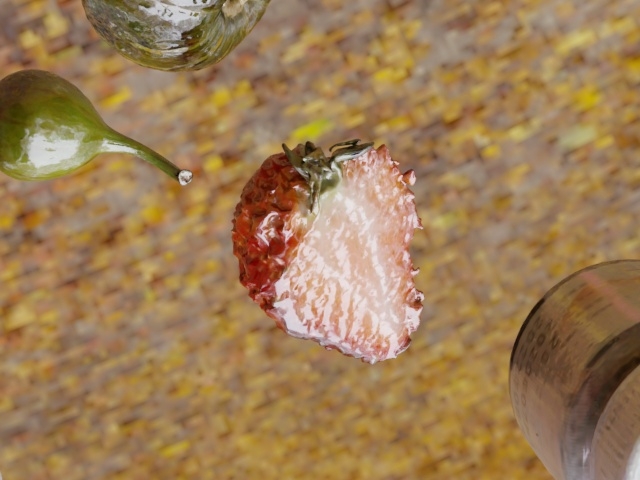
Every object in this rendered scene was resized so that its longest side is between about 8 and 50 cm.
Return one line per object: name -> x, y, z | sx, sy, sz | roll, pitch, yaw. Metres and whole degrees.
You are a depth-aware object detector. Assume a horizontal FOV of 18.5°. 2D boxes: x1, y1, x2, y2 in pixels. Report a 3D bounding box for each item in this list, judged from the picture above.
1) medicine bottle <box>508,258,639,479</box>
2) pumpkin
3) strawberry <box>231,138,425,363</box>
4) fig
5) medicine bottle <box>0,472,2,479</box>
medicine bottle -> 0.223, 0.114, 1.225 | 0.165, 0.165, 0.273 | -23, -167, -3
pumpkin -> -0.111, -0.240, 1.547 | 0.219, 0.162, 0.219 | -58, 168, -19
strawberry -> -0.005, 0.003, 1.666 | 0.175, 0.107, 0.236 | -23, 130, -32
fig -> -0.250, -0.111, 2.122 | 0.236, 0.124, 0.124 | 13, 156, -6
medicine bottle -> -0.406, 0.304, 1.902 | 0.131, 0.131, 0.250 | -36, -158, 37
